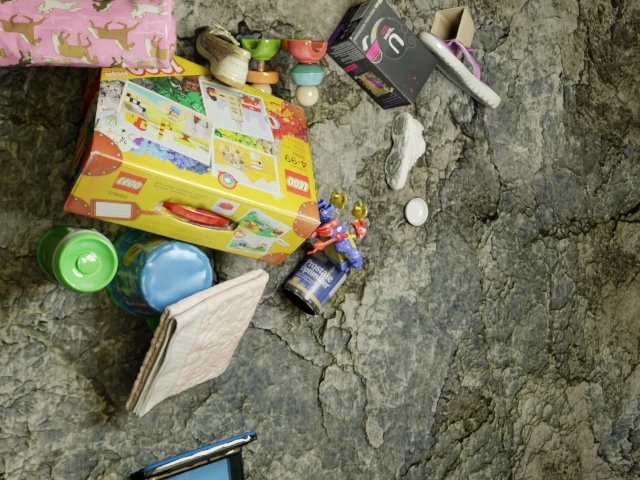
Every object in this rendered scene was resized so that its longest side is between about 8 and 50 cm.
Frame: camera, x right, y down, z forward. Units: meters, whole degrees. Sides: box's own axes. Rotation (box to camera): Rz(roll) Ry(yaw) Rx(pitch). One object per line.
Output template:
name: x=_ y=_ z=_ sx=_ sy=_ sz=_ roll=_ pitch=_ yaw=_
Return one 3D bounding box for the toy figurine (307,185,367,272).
toy figurine: x=0.000 y=0.000 z=1.645 sx=0.191 sy=0.362 sz=0.217 roll=-36 pitch=126 yaw=-16

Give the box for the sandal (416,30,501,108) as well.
sandal: x=0.425 y=-0.535 z=1.918 sx=0.416 sy=0.169 sz=0.102 roll=25 pitch=104 yaw=-47

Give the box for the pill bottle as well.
pill bottle: x=0.006 y=0.088 z=1.751 sx=0.123 sy=0.122 sz=0.219 roll=48 pitch=70 yaw=-24

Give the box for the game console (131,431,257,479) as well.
game console: x=-0.301 y=0.612 z=1.585 sx=0.293 sy=0.250 sz=0.173 roll=-11 pitch=72 yaw=-30

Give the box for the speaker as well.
speaker: x=-0.514 y=0.035 z=1.336 sx=0.131 sy=0.296 sz=0.131 roll=-2 pitch=95 yaw=-31

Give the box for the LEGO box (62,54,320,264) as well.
LEGO box: x=-0.276 y=-0.196 z=1.424 sx=0.500 sy=0.193 sz=0.373 roll=16 pitch=49 yaw=-31

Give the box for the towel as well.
towel: x=-0.276 y=0.236 z=1.475 sx=0.317 sy=0.053 sz=0.332 roll=-21 pitch=145 yaw=-54

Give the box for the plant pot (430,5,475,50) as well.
plant pot: x=0.412 y=-0.639 z=1.957 sx=0.096 sy=0.109 sz=0.109 roll=20 pitch=83 yaw=-43

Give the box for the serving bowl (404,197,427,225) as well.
serving bowl: x=0.290 y=-0.089 z=1.962 sx=0.083 sy=0.027 sz=0.083 roll=-3 pitch=96 yaw=-31

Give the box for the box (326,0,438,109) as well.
box: x=0.173 y=-0.521 z=1.795 sx=0.270 sy=0.143 sz=0.165 roll=38 pitch=74 yaw=-28

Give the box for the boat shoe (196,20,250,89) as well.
boat shoe: x=-0.218 y=-0.446 z=1.495 sx=0.104 sy=0.285 sz=0.089 roll=14 pitch=118 yaw=-34

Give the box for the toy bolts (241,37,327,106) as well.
toy bolts: x=-0.068 y=-0.430 z=1.630 sx=0.218 sy=0.228 sz=0.159 roll=-17 pitch=116 yaw=-43

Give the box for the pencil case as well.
pencil case: x=-0.471 y=-0.408 z=1.211 sx=0.385 sy=0.167 sz=0.160 roll=-3 pitch=103 yaw=-12

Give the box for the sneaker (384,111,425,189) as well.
sneaker: x=0.266 y=-0.259 z=1.903 sx=0.115 sy=0.090 sz=0.232 roll=14 pitch=87 yaw=-34

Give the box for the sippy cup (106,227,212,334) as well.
sippy cup: x=-0.362 y=0.079 z=1.474 sx=0.240 sy=0.224 sz=0.305 roll=-47 pitch=114 yaw=-20
